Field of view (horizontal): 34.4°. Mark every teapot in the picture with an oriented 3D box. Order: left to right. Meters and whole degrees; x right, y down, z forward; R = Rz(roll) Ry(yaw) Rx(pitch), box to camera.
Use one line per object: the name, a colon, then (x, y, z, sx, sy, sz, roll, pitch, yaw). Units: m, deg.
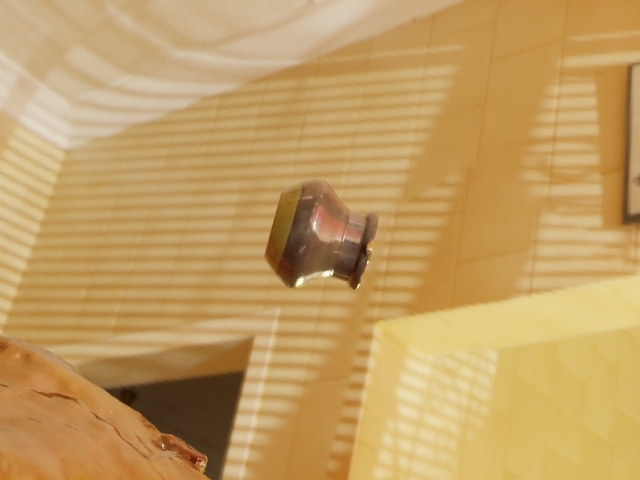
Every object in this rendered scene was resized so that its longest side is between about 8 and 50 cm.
teapot: (0.000, 0.000, 1.208, 0.119, 0.130, 0.166, 16, -9, -3)

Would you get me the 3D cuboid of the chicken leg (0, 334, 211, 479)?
chicken leg: (-0.135, 0.142, 0.466, 0.295, 0.182, 0.409, 22, -13, 4)
